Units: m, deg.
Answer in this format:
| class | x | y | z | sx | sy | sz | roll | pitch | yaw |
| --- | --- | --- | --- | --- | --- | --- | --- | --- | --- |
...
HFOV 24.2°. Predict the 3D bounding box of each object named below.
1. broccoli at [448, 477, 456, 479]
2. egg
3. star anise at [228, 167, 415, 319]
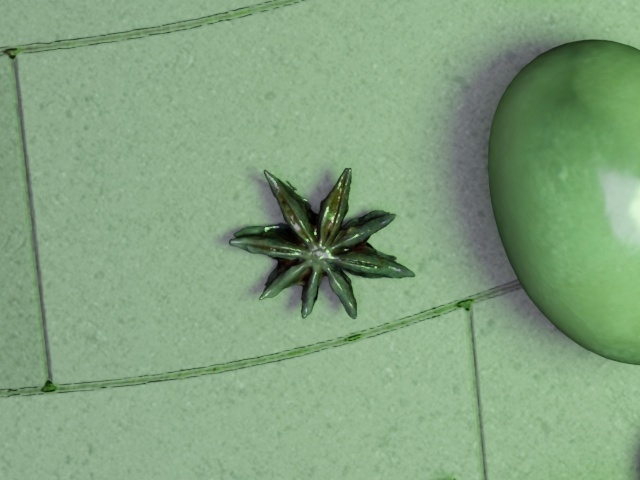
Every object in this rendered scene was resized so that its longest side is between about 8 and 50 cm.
| class | x | y | z | sx | sy | sz | roll | pitch | yaw |
| --- | --- | --- | --- | --- | --- | --- | --- | --- | --- |
| broccoli | 0.159 | 0.329 | 1.707 | 0.092 | 0.097 | 0.095 | -20 | 124 | 11 |
| egg | 0.311 | -0.040 | 1.574 | 0.258 | 0.258 | 0.352 | -22 | 84 | 6 |
| star anise | 0.000 | 0.000 | 1.697 | 0.204 | 0.061 | 0.181 | -8 | 99 | 8 |
